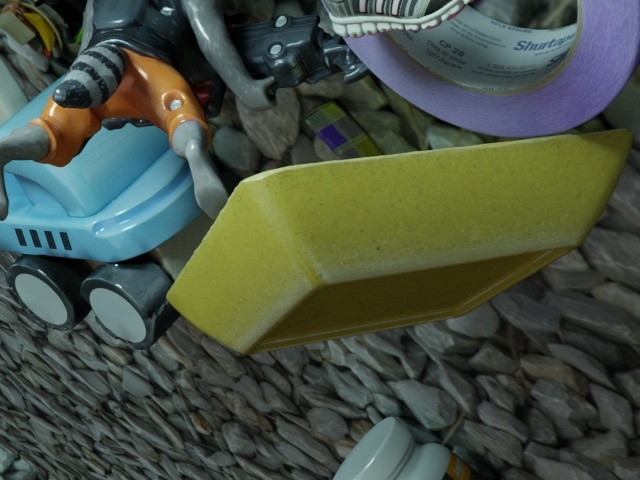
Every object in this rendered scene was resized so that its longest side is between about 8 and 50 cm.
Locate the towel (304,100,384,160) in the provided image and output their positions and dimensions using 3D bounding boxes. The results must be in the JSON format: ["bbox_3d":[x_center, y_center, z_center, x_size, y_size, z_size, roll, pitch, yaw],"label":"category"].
[{"bbox_3d":[0.024,-0.105,1.146,0.083,0.009,0.060,48,148,-16],"label":"towel"}]

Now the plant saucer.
[{"bbox_3d":[0.060,0.018,0.961,0.333,0.332,0.081,134,126,-64],"label":"plant saucer"}]

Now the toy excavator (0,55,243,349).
[{"bbox_3d":[-0.335,-0.130,1.297,0.432,0.222,0.445,5,130,39],"label":"toy excavator"}]

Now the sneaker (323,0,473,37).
[{"bbox_3d":[0.052,-0.193,0.788,0.170,0.063,0.075,0,138,51],"label":"sneaker"}]

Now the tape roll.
[{"bbox_3d":[0.126,-0.211,0.837,0.274,0.090,0.275,25,146,19],"label":"tape roll"}]

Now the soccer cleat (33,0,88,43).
[{"bbox_3d":[-0.281,-0.289,1.160,0.060,0.072,0.179,3,134,43],"label":"soccer cleat"}]

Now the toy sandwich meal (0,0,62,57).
[{"bbox_3d":[-0.343,-0.246,1.316,0.085,0.029,0.086,26,146,19],"label":"toy sandwich meal"}]

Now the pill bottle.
[{"bbox_3d":[0.158,0.370,1.467,0.278,0.162,0.162,41,148,-4],"label":"pill bottle"}]

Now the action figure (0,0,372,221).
[{"bbox_3d":[-0.114,-0.164,0.952,0.341,0.330,0.179,-10,133,17],"label":"action figure"}]
